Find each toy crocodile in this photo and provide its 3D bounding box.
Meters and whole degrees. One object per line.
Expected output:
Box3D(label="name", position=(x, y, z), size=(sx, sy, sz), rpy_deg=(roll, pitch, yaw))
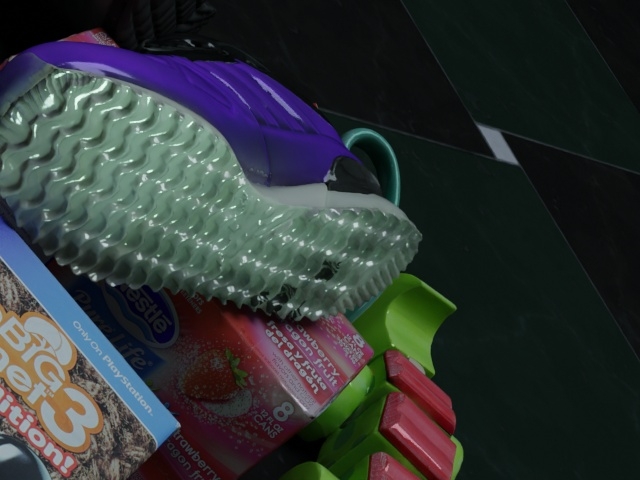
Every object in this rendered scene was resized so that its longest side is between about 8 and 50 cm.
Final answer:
Box3D(label="toy crocodile", position=(0.038, 0.145, 1.170), size=(0.115, 0.105, 0.340), rpy_deg=(42, 26, -16))

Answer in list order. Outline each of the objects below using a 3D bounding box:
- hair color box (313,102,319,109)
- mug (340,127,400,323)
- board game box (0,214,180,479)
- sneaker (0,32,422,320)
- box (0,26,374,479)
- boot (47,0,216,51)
Box3D(label="hair color box", position=(0.009, -0.028, 1.381), size=(0.141, 0.043, 0.072), rpy_deg=(61, 6, -54))
Box3D(label="mug", position=(-0.003, 0.004, 1.243), size=(0.097, 0.158, 0.129), rpy_deg=(50, 4, -7))
Box3D(label="board game box", position=(-0.229, 0.079, 0.774), size=(0.232, 0.141, 0.291), rpy_deg=(49, 25, -1))
Box3D(label="sneaker", position=(-0.078, -0.053, 0.973), size=(0.293, 0.102, 0.146), rpy_deg=(24, 30, -52))
Box3D(label="box", position=(-0.108, 0.020, 1.078), size=(0.257, 0.128, 0.122), rpy_deg=(50, 25, 1))
Box3D(label="boot", position=(-0.171, -0.212, 1.232), size=(0.223, 0.118, 0.338), rpy_deg=(47, -11, -3))
